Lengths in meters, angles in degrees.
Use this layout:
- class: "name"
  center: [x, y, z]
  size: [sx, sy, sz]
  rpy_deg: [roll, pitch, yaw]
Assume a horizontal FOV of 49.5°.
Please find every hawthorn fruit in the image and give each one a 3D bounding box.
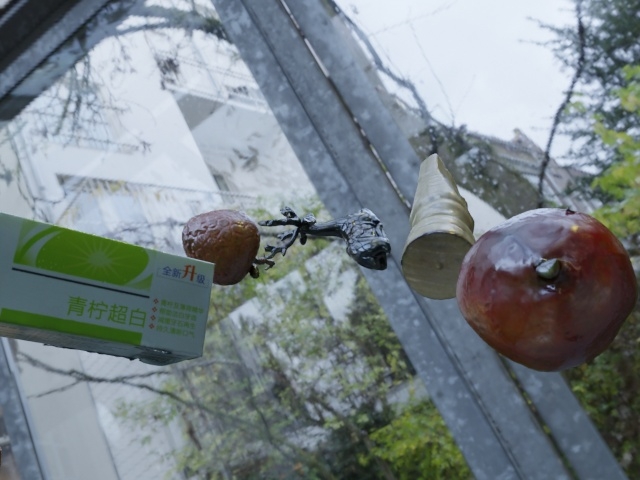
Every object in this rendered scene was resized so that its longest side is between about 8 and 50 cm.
- class: "hawthorn fruit"
  center: [0.212, 0.048, 0.663]
  size: [0.169, 0.169, 0.188]
  rpy_deg: [-34, -13, 14]

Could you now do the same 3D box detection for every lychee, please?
- class: "lychee"
  center: [-0.119, 0.008, 0.939]
  size: [0.140, 0.114, 0.101]
  rpy_deg: [5, -73, -20]

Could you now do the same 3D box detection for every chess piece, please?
- class: "chess piece"
  center: [0.210, -0.040, 1.203]
  size: [0.137, 0.301, 0.137]
  rpy_deg: [5, -54, 7]

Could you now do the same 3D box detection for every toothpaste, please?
- class: "toothpaste"
  center: [-0.243, 0.023, 0.490]
  size: [0.336, 0.081, 0.067]
  rpy_deg: [16, -21, -29]

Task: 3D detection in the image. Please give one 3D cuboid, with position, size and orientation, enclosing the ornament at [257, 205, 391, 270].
- class: "ornament"
  center: [0.000, 0.000, 1.337]
  size: [0.236, 0.202, 0.080]
  rpy_deg: [0, -61, -11]
